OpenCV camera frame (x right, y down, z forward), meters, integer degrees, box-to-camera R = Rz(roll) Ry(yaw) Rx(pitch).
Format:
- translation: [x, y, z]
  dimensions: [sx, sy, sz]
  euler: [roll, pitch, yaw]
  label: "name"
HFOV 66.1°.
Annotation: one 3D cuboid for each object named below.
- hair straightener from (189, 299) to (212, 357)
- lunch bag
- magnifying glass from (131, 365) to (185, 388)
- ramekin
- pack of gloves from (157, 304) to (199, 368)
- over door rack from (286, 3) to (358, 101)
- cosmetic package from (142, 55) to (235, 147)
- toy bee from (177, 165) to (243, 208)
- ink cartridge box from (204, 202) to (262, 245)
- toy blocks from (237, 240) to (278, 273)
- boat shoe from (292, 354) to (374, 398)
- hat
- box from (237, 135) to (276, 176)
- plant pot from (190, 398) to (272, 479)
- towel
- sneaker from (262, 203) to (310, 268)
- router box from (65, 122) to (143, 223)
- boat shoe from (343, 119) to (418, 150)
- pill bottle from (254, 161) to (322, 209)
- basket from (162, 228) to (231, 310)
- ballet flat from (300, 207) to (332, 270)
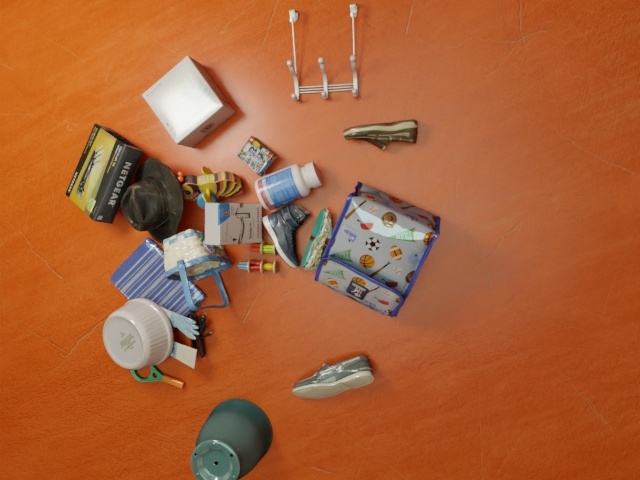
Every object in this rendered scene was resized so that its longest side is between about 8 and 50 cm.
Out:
- translation: [-0.459, 0.345, 1.904]
  dimensions: [0.089, 0.047, 0.230]
  euler: [2, 97, 9]
  label: "hair straightener"
- translation: [0.184, 0.049, 1.683]
  dimensions: [0.328, 0.239, 0.385]
  euler: [26, 115, 6]
  label: "lunch bag"
- translation: [-0.652, 0.541, 1.970]
  dimensions: [0.231, 0.026, 0.092]
  euler: [18, 98, 7]
  label: "magnifying glass"
- translation: [-0.703, 0.363, 1.872]
  dimensions: [0.273, 0.127, 0.272]
  euler: [6, 103, 26]
  label: "ramekin"
- translation: [-0.552, 0.360, 1.895]
  dimensions: [0.232, 0.046, 0.194]
  euler: [18, 109, 22]
  label: "pack of gloves"
- translation: [0.008, -0.658, 1.709]
  dimensions: [0.240, 0.108, 0.323]
  euler: [-1, 95, 9]
  label: "over door rack"
- translation: [-0.477, -0.499, 1.793]
  dimensions: [0.224, 0.138, 0.224]
  euler: [-36, 87, 11]
  label: "cosmetic package"
- translation: [-0.439, -0.186, 1.784]
  dimensions: [0.298, 0.162, 0.195]
  euler: [-34, 49, -10]
  label: "toy bee"
- translation: [-0.308, -0.062, 1.758]
  dimensions: [0.086, 0.203, 0.148]
  euler: [3, 96, 40]
  label: "ink cartridge box"
- translation: [-0.236, 0.062, 1.840]
  dimensions: [0.148, 0.054, 0.123]
  euler: [2, 96, 10]
  label: "toy blocks"
- translation: [0.043, 0.506, 1.826]
  dimensions: [0.320, 0.116, 0.099]
  euler: [-20, 48, 18]
  label: "boat shoe"
- translation: [-0.640, -0.135, 1.785]
  dimensions: [0.332, 0.134, 0.330]
  euler: [14, 112, 40]
  label: "hat"
- translation: [-0.232, -0.308, 1.795]
  dimensions: [0.137, 0.027, 0.094]
  euler: [43, 100, 28]
  label: "box"
- translation: [-0.342, 0.763, 1.818]
  dimensions: [0.272, 0.255, 0.271]
  euler: [1, 94, 10]
  label: "plant pot"
- translation: [-0.641, 0.182, 1.937]
  dimensions: [0.243, 0.040, 0.336]
  euler: [-45, 89, 9]
  label: "towel"
- translation: [-0.093, -0.023, 1.791]
  dimensions: [0.164, 0.086, 0.226]
  euler: [-29, 88, 14]
  label: "sneaker"
- translation: [-0.819, -0.252, 1.855]
  dimensions: [0.243, 0.081, 0.308]
  euler: [32, 100, 32]
  label: "router box"
- translation: [0.210, -0.358, 1.708]
  dimensions: [0.258, 0.095, 0.095]
  euler: [-4, 100, 10]
  label: "boat shoe"
- translation: [-0.111, -0.200, 1.760]
  dimensions: [0.222, 0.124, 0.124]
  euler: [-20, 91, 12]
  label: "pill bottle"
- translation: [-0.438, 0.112, 1.780]
  dimensions: [0.201, 0.255, 0.288]
  euler: [-18, 81, 13]
  label: "basket"
- translation: [0.000, 0.000, 1.791]
  dimensions: [0.077, 0.091, 0.240]
  euler: [17, 103, -22]
  label: "ballet flat"
